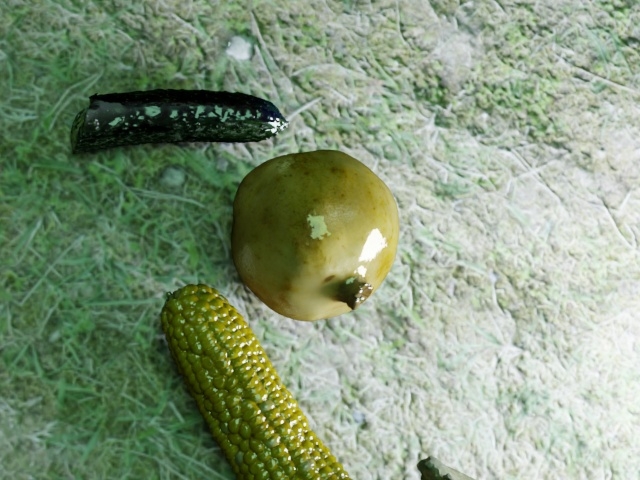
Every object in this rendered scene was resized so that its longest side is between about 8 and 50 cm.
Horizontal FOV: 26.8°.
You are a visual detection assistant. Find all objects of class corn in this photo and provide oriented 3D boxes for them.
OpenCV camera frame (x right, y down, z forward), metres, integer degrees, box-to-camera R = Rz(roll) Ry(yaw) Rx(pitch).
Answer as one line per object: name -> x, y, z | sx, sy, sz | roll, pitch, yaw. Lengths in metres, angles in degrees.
corn -> -0.070, 0.182, 1.396 | 0.102, 0.102, 0.313 | -30, 81, -24

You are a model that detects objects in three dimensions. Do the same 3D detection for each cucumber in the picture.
cucumber -> -0.155, -0.137, 1.486 | 0.245, 0.067, 0.067 | -5, 75, -22

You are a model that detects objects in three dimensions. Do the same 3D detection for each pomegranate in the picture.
pomegranate -> 0.000, 0.000, 1.429 | 0.196, 0.196, 0.196 | 5, 72, -17

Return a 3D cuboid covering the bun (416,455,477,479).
bun -> 0.137, 0.378, 1.325 | 0.281, 0.205, 0.282 | -3, 98, -20
